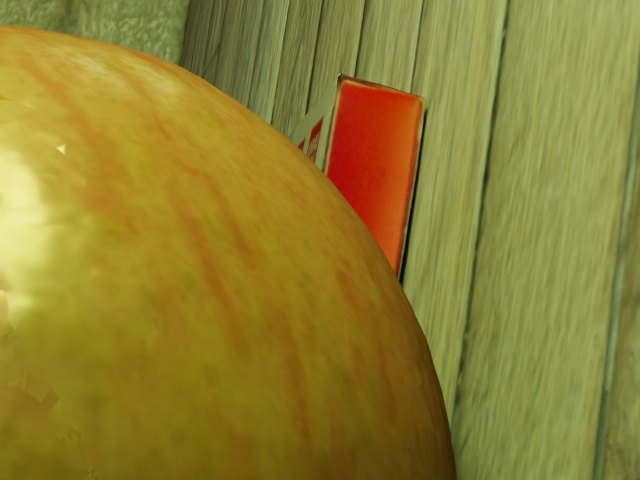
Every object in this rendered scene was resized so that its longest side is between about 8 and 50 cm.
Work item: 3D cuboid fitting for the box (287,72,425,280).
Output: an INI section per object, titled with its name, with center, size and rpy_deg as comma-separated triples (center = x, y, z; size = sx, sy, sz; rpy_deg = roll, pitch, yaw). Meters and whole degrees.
[box]
center = -0.001, 0.000, 0.969
size = 0.229, 0.050, 0.123
rpy_deg = 137, 144, -75

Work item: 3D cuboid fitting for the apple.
[apple]
center = -0.119, 0.105, 0.667
size = 0.364, 0.364, 0.364
rpy_deg = -170, 90, -80
